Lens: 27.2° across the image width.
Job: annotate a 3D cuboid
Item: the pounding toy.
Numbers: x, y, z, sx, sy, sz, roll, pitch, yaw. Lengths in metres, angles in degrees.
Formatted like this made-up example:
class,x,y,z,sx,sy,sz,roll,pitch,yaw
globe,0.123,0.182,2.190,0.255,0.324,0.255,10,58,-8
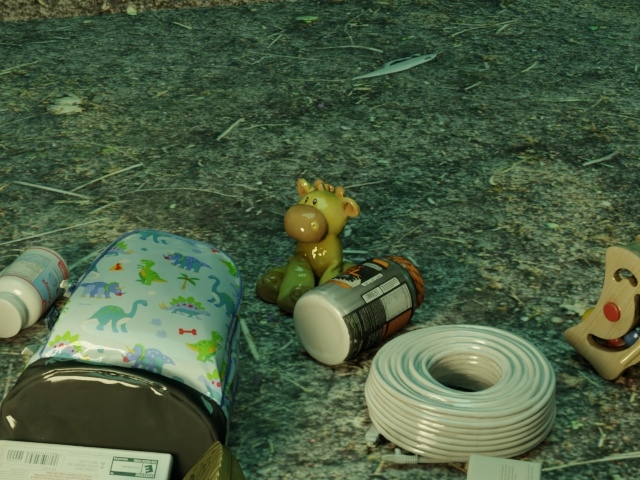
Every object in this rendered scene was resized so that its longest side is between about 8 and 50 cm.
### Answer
class,x,y,z,sx,sy,sz,roll,pitch,yaw
pounding toy,0.417,0.090,1.819,0.155,0.269,0.154,-19,72,-33

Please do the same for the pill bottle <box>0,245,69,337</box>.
class,x,y,z,sx,sy,sz,roll,pitch,yaw
pill bottle,-0.448,0.079,1.999,0.087,0.087,0.160,7,28,12

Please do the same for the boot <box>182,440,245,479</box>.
class,x,y,z,sx,sy,sz,roll,pitch,yaw
boot,-0.026,0.343,1.298,0.269,0.089,0.236,38,18,-17

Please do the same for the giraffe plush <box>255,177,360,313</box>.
class,x,y,z,sx,sy,sz,roll,pitch,yaw
giraffe plush,0.000,0.000,2.072,0.181,0.170,0.210,8,28,15

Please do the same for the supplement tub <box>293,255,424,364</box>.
class,x,y,z,sx,sy,sz,roll,pitch,yaw
supplement tub,0.061,0.097,1.944,0.117,0.117,0.190,22,33,35

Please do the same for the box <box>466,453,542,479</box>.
class,x,y,z,sx,sy,sz,roll,pitch,yaw
box,0.207,0.319,1.530,0.087,0.102,0.101,7,28,8

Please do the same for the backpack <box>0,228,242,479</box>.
class,x,y,z,sx,sy,sz,roll,pitch,yaw
backpack,-0.226,0.146,1.728,0.290,0.273,0.355,13,15,5

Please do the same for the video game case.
class,x,y,z,sx,sy,sz,roll,pitch,yaw
video game case,-0.289,0.324,1.511,0.212,0.023,0.193,4,52,6

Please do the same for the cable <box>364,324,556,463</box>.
class,x,y,z,sx,sy,sz,roll,pitch,yaw
cable,0.188,0.199,1.777,0.257,0.089,0.257,1,27,2
